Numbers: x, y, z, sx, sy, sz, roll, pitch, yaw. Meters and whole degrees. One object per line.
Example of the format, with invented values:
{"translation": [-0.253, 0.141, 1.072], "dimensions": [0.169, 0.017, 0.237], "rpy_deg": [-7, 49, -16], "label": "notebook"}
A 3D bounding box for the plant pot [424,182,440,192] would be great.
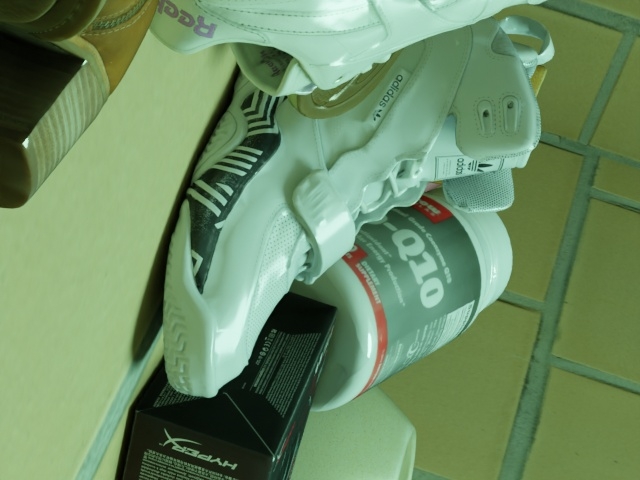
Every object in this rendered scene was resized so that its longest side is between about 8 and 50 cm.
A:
{"translation": [0.124, -0.145, 1.698], "dimensions": [0.180, 0.201, 0.201], "rpy_deg": [-46, 159, -40], "label": "plant pot"}

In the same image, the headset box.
{"translation": [-0.090, 0.208, 1.053], "dimensions": [0.218, 0.110, 0.293], "rpy_deg": [-63, 169, -61], "label": "headset box"}

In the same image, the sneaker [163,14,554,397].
{"translation": [0.032, -0.042, 0.903], "dimensions": [0.137, 0.210, 0.366], "rpy_deg": [94, 16, -69], "label": "sneaker"}

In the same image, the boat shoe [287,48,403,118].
{"translation": [0.021, -0.216, 0.780], "dimensions": [0.104, 0.089, 0.285], "rpy_deg": [-8, 121, -49], "label": "boat shoe"}

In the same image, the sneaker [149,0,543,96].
{"translation": [0.027, -0.153, 0.688], "dimensions": [0.305, 0.114, 0.152], "rpy_deg": [-6, 139, -49], "label": "sneaker"}

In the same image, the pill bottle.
{"translation": [0.058, 0.042, 1.222], "dimensions": [0.283, 0.161, 0.161], "rpy_deg": [-23, 136, -50], "label": "pill bottle"}

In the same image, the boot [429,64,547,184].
{"translation": [0.122, -0.203, 1.258], "dimensions": [0.104, 0.211, 0.295], "rpy_deg": [-53, 157, -74], "label": "boot"}

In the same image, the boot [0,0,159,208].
{"translation": [-0.071, -0.117, 0.381], "dimensions": [0.152, 0.073, 0.197], "rpy_deg": [-67, -175, -31], "label": "boot"}

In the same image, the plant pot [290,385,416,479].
{"translation": [-0.007, 0.239, 1.323], "dimensions": [0.284, 0.191, 0.284], "rpy_deg": [11, 90, -78], "label": "plant pot"}
